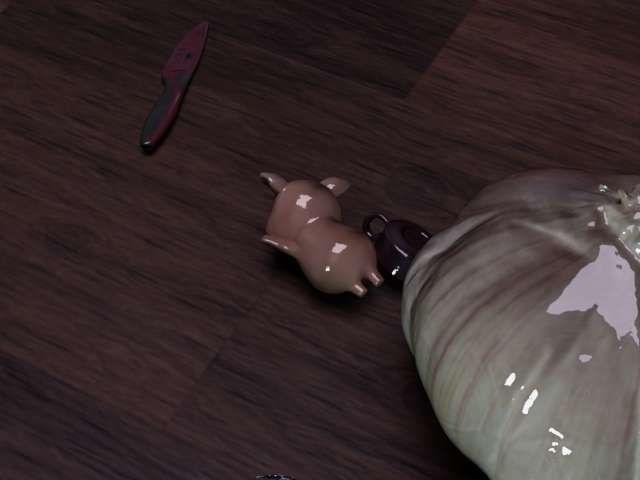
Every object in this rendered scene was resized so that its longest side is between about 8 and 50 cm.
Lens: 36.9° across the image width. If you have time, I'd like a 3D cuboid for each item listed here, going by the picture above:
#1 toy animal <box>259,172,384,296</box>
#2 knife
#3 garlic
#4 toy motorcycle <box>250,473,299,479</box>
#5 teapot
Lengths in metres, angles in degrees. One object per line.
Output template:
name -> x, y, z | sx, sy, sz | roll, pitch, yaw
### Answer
toy animal -> 0.004, -0.005, 0.903 | 0.089, 0.083, 0.150 | -44, 65, 14
knife -> -0.167, -0.183, 1.100 | 0.035, 0.018, 0.247 | 7, 45, 6
garlic -> 0.212, 0.072, 0.730 | 0.317, 0.259, 0.317 | 5, 46, -5
toy motorcycle -> 0.035, 0.275, 0.642 | 0.298, 0.089, 0.171 | 26, 52, 19
teapot -> 0.079, 0.012, 0.915 | 0.100, 0.045, 0.068 | 39, 28, 15
